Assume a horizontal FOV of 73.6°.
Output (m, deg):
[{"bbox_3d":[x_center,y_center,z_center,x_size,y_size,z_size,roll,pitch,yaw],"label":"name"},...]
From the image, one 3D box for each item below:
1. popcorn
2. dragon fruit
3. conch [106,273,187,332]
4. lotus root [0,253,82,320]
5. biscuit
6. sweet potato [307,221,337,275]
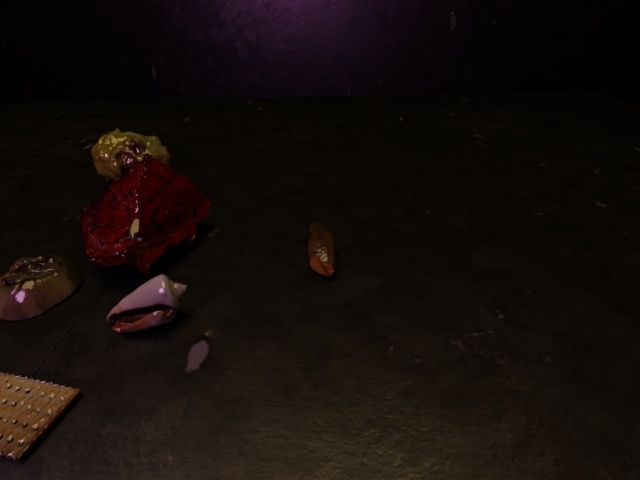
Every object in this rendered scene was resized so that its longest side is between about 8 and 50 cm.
[{"bbox_3d":[-0.660,-0.289,1.503,0.256,0.195,0.255,3,32,-28],"label":"popcorn"},{"bbox_3d":[-0.469,-0.005,1.121,0.286,0.228,0.329,-28,48,19],"label":"dragon fruit"},{"bbox_3d":[-0.356,0.133,0.876,0.176,0.094,0.105,-17,73,-14],"label":"conch"},{"bbox_3d":[-0.665,0.090,0.987,0.183,0.078,0.203,13,36,26],"label":"lotus root"},{"bbox_3d":[-0.539,0.283,0.714,0.231,0.016,0.139,5,32,14],"label":"biscuit"},{"bbox_3d":[0.000,0.000,1.078,0.077,0.077,0.244,-4,32,-2],"label":"sweet potato"}]
